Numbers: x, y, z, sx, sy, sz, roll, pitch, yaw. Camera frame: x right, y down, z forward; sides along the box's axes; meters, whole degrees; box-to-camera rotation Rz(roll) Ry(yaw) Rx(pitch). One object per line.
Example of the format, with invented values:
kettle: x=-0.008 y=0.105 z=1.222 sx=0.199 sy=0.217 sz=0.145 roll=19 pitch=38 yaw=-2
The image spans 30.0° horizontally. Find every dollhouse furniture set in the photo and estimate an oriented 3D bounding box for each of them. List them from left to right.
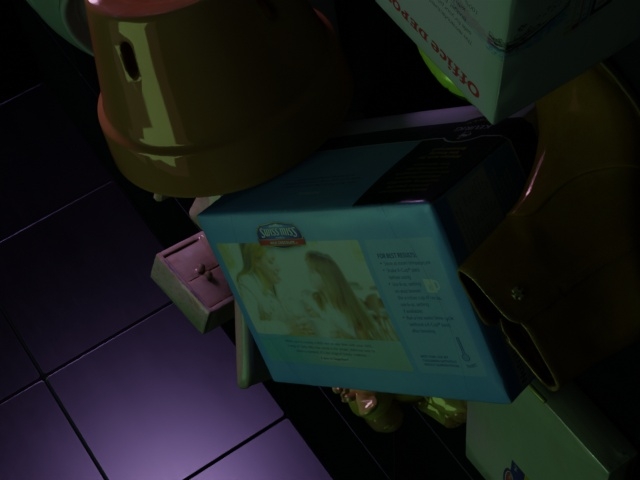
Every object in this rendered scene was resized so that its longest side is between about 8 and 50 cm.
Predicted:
dollhouse furniture set: x=-0.118 y=-0.053 z=2.082 sx=0.362 sy=0.256 sz=0.394 roll=45 pitch=141 yaw=19

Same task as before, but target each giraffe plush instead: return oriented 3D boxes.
giraffe plush: x=0.119 y=0.230 z=1.876 sx=0.210 sy=0.170 sz=0.181 roll=57 pitch=164 yaw=7

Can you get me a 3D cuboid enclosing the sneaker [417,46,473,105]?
sneaker: x=0.132 y=-0.246 z=1.133 sx=0.109 sy=0.123 sz=0.295 roll=26 pitch=-150 yaw=-45

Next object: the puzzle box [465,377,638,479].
puzzle box: x=0.303 y=0.294 z=1.649 sx=0.272 sy=0.052 sz=0.409 roll=49 pitch=161 yaw=31

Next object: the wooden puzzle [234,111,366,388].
wooden puzzle: x=0.000 y=0.000 z=1.511 sx=0.080 sy=0.348 sz=0.322 roll=1 pitch=97 yaw=28

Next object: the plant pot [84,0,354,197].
plant pot: x=-0.126 y=-0.218 z=1.303 sx=0.291 sy=0.291 sz=0.203 roll=43 pitch=160 yaw=45

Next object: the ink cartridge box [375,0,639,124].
ink cartridge box: x=0.155 y=-0.245 z=0.911 sx=0.171 sy=0.168 sz=0.232 roll=52 pitch=163 yaw=25

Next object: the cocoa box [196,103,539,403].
cocoa box: x=0.088 y=0.009 z=1.263 sx=0.347 sy=0.228 sz=0.231 roll=-2 pitch=119 yaw=46

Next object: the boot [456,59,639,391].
boot: x=0.203 y=-0.033 z=1.071 sx=0.295 sy=0.211 sz=0.104 roll=59 pitch=163 yaw=2

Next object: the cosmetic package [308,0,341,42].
cosmetic package: x=-0.049 y=-0.270 z=1.569 sx=0.107 sy=0.127 sz=0.238 roll=45 pitch=161 yaw=33

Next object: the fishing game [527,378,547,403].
fishing game: x=0.257 y=0.075 z=1.407 sx=0.189 sy=0.041 sz=0.264 roll=44 pitch=148 yaw=35

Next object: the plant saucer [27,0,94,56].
plant saucer: x=-0.239 y=-0.325 z=1.626 sx=0.400 sy=0.400 sz=0.100 roll=92 pitch=-174 yaw=-63
